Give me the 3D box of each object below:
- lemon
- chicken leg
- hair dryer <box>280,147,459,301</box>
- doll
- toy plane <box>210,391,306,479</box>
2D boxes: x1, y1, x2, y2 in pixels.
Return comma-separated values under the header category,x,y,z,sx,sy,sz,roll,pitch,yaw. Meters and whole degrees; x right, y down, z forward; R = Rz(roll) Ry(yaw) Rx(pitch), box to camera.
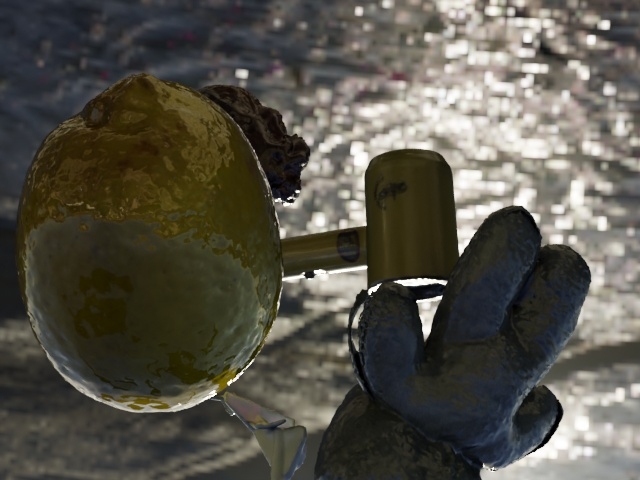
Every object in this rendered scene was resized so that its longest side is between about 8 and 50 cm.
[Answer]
category,x,y,z,sx,sy,sz,roll,pitch,yaw
lemon,-0.105,0.004,0.973,0.170,0.170,0.207,1,123,14
chicken leg,-0.083,-0.090,1.348,0.219,0.089,0.048,38,168,39
hair dryer,0.000,0.000,1.579,0.278,0.135,0.090,-10,163,21
doll,0.105,0.132,1.414,0.246,0.340,0.158,28,172,-37
toy plane,-0.018,0.231,0.963,0.107,0.273,0.182,-17,132,40
